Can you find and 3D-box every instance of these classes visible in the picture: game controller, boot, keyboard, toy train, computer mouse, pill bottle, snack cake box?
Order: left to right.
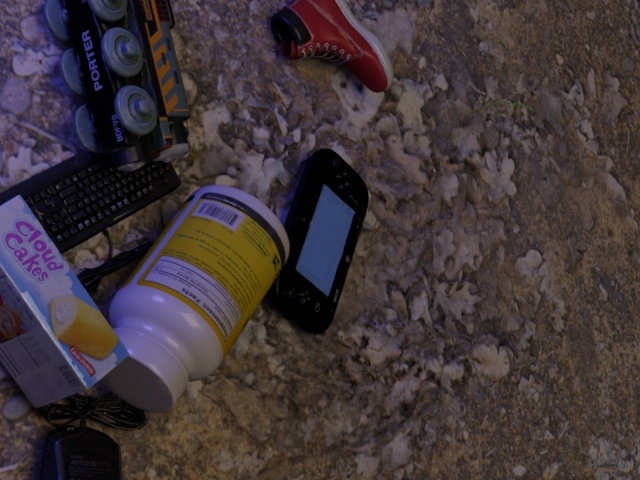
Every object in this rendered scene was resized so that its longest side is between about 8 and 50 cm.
[{"bbox_3d":[-0.397,0.088,1.603,0.089,0.152,0.264,-42,103,-42],"label":"snack cake box"},{"bbox_3d":[-0.335,0.345,1.687,0.188,0.072,0.272,19,52,-37],"label":"computer mouse"},{"bbox_3d":[-0.331,-0.037,1.796,0.317,0.033,0.201,-34,106,-41],"label":"keyboard"},{"bbox_3d":[-0.293,-0.271,1.799,0.190,0.142,0.334,-11,85,-53],"label":"toy train"},{"bbox_3d":[-0.198,0.088,1.783,0.188,0.188,0.334,51,51,-24],"label":"pill bottle"},{"bbox_3d":[0.000,0.000,2.076,0.166,0.067,0.319,36,60,-33],"label":"game controller"},{"bbox_3d":[0.016,-0.337,2.146,0.244,0.088,0.176,50,52,-14],"label":"boot"}]
